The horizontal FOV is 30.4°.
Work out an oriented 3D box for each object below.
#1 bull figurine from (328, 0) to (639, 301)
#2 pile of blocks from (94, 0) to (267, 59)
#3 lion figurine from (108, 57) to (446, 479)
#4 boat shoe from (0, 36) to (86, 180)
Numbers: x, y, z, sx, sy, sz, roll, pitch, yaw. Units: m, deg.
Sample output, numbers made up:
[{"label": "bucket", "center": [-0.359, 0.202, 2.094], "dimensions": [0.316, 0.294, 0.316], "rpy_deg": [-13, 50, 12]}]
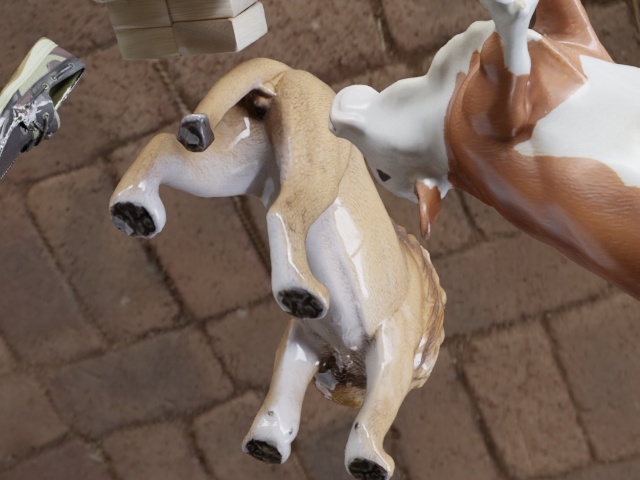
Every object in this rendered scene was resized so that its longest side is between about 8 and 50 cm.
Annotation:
[{"label": "bull figurine", "center": [0.127, -0.046, 0.537], "dimensions": [0.310, 0.101, 0.188], "rpy_deg": [31, 153, 33]}, {"label": "pile of blocks", "center": [-0.112, -0.199, 0.600], "dimensions": [0.112, 0.362, 0.149], "rpy_deg": [1, 81, 24]}, {"label": "lion figurine", "center": [0.000, 0.000, 0.796], "dimensions": [0.142, 0.240, 0.392], "rpy_deg": [4, 137, 18]}, {"label": "boat shoe", "center": [-0.238, -0.106, 0.971], "dimensions": [0.049, 0.152, 0.056], "rpy_deg": [19, 148, -1]}]
